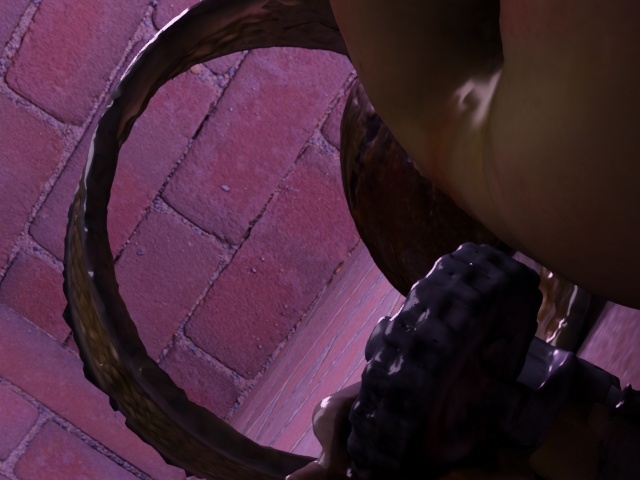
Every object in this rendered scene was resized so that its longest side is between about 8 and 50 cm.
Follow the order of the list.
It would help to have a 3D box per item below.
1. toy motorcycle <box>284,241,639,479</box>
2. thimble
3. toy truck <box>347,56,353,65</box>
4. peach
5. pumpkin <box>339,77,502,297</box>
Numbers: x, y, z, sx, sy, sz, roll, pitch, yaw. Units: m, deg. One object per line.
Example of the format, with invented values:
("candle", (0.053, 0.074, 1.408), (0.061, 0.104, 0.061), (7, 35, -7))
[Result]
("toy motorcycle", (0.046, 0.082, 0.474), (0.130, 0.094, 0.229), (-57, -24, -3))
("thimble", (0.000, 0.000, 0.806), (0.271, 0.271, 0.150), (-56, 3, -15))
("toy truck", (0.123, -0.140, 1.040), (0.253, 0.114, 0.124), (-7, 41, 42))
("peach", (0.121, -0.088, 0.420), (0.232, 0.232, 0.232), (-56, 2, 3))
("pumpkin", (0.082, -0.061, 1.189), (0.312, 0.169, 0.148), (-54, -1, 41))
